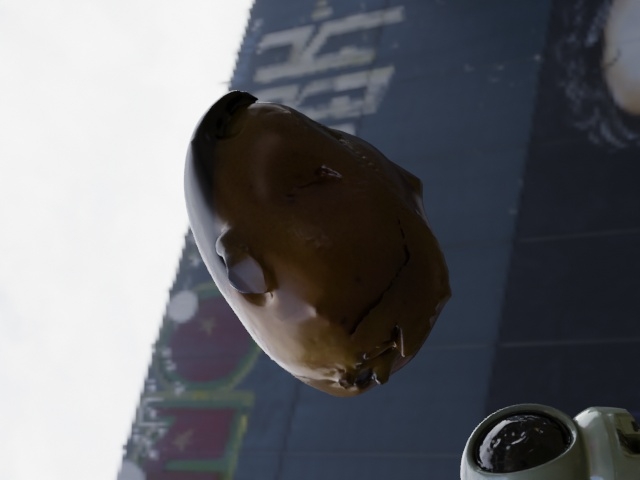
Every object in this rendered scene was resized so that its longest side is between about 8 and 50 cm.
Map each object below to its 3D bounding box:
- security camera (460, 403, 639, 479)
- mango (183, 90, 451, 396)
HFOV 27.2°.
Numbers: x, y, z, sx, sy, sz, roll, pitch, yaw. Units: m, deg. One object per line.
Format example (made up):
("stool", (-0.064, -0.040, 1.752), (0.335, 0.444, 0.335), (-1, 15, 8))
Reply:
("security camera", (0.308, 0.320, 1.801), (0.194, 0.236, 0.194), (180, 90, -88))
("mango", (0.000, 0.000, 1.101), (0.152, 0.201, 0.287), (82, 171, -52))
